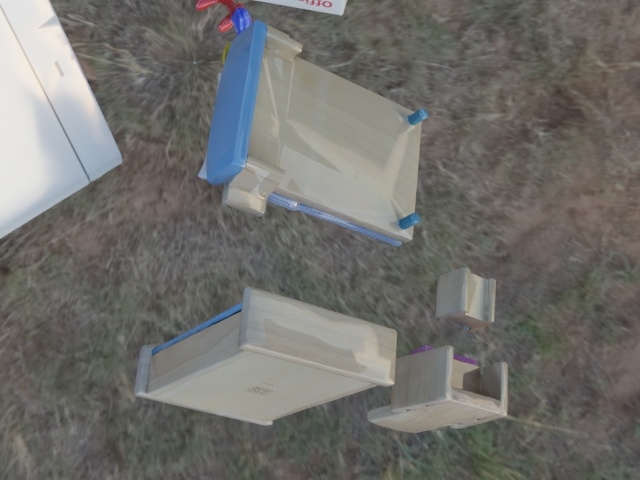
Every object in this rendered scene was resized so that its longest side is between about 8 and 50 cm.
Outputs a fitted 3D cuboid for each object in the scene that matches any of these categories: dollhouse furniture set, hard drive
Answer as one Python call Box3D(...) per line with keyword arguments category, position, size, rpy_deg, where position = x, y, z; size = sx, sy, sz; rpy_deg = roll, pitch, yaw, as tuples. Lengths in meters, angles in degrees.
Box3D(category="dollhouse furniture set", position=(0.000, 0.000, 0.938), size=(0.286, 0.198, 0.303), rpy_deg=(19, 63, -29))
Box3D(category="hard drive", position=(-0.331, -0.051, 0.730), size=(0.353, 0.047, 0.233), rpy_deg=(-34, 141, -15))

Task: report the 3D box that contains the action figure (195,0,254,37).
Box3D(category="action figure", position=(-0.087, -0.199, 1.341), size=(0.139, 0.280, 0.091), rpy_deg=(-47, 146, 7))

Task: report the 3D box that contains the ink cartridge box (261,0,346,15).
Box3D(category="ink cartridge box", position=(-0.022, -0.342, 1.151), size=(0.128, 0.175, 0.072), rpy_deg=(10, 58, 1))
